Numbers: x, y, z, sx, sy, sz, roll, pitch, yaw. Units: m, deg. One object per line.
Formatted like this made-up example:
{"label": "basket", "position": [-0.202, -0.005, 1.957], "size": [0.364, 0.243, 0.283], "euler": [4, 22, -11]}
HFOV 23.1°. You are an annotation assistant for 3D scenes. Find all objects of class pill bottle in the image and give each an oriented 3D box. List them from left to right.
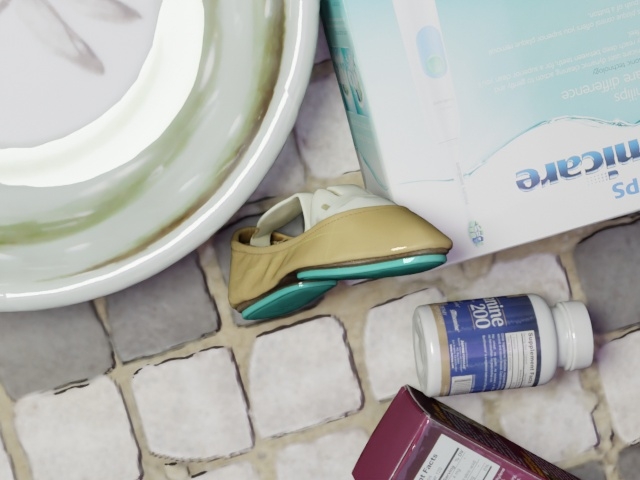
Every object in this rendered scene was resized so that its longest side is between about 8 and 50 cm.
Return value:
{"label": "pill bottle", "position": [0.129, 0.073, 1.114], "size": [0.120, 0.067, 0.067], "euler": [-6, 98, -6]}

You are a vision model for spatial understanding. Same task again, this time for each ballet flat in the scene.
{"label": "ballet flat", "position": [0.000, 0.000, 1.016], "size": [0.080, 0.232, 0.073], "euler": [-2, 80, -33]}

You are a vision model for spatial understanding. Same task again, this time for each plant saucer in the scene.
{"label": "plant saucer", "position": [-0.204, -0.156, 1.020], "size": [0.400, 0.100, 0.400], "euler": [-1, 101, -8]}

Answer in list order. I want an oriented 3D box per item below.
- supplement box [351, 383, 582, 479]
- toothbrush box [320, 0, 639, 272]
{"label": "supplement box", "position": [0.126, 0.188, 1.110], "size": [0.188, 0.104, 0.081], "euler": [29, 94, -9]}
{"label": "toothbrush box", "position": [0.116, -0.150, 1.052], "size": [0.216, 0.126, 0.295], "euler": [-17, 99, -6]}
